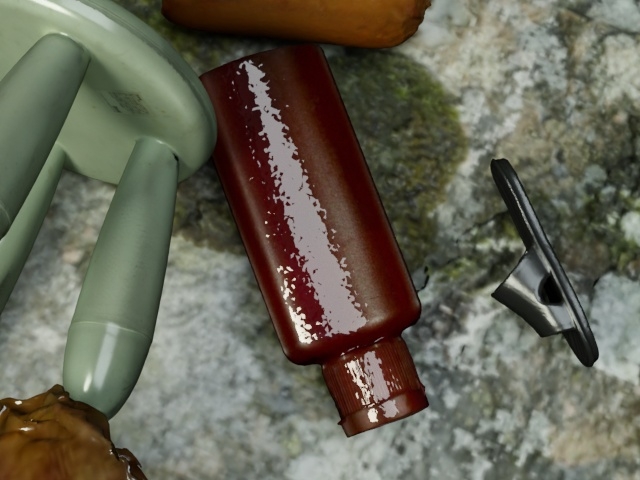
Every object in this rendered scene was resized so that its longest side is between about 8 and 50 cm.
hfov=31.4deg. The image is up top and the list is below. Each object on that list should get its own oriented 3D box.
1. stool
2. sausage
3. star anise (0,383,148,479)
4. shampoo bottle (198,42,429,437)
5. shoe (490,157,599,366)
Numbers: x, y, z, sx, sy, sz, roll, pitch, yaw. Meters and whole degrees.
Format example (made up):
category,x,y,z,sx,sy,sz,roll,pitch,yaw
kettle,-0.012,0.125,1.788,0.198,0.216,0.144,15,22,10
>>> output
category,x,y,z,sx,sy,sz,roll,pitch,yaw
stool,-0.181,-0.025,0.661,0.195,0.195,0.198,4,61,32
sausage,-0.018,-0.177,0.805,0.197,0.076,0.076,6,74,-9
star anise,-0.228,0.140,0.617,0.346,0.237,0.148,7,101,29
shampoo bottle,0.000,0.000,0.766,0.102,0.064,0.260,-18,79,-15
shoe,0.139,0.020,0.793,0.053,0.062,0.159,-21,80,-2
